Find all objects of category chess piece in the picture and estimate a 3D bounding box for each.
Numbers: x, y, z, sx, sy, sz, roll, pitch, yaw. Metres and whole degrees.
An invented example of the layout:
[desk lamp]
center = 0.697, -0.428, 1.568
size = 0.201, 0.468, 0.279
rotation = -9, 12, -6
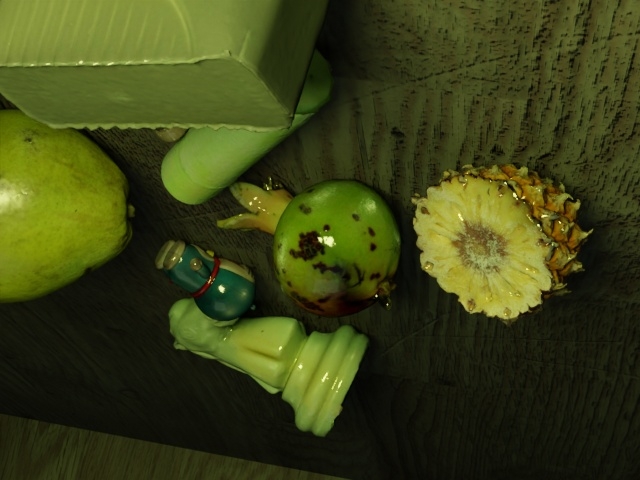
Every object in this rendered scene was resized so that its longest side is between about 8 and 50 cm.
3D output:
[chess piece]
center = -0.087, 0.157, 1.834
size = 0.298, 0.176, 0.176
rotation = 24, 160, 6

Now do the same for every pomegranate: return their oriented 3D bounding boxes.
[pomegranate]
center = -0.013, 0.004, 1.356
size = 0.220, 0.156, 0.156
rotation = 12, 160, 15

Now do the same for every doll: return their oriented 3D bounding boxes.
[doll]
center = -0.146, 0.054, 1.659
size = 0.152, 0.085, 0.114
rotation = 34, 167, -22

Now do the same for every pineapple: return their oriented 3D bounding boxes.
[pineapple]
center = 0.197, -0.016, 1.244
size = 0.176, 0.137, 0.161
rotation = 1, 114, 41

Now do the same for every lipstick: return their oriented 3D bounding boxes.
[lipstick]
center = -0.079, -0.107, 1.201
size = 0.076, 0.076, 0.304
rotation = 20, 158, -19

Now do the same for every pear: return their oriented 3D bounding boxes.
[pear]
center = -0.336, -0.037, 1.352
size = 0.269, 0.212, 0.212
rotation = 4, 159, -1

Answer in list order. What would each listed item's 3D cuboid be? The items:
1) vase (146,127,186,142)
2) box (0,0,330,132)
[vase]
center = -0.172, -0.135, 1.217
size = 0.053, 0.053, 0.100
rotation = -2, 159, 34
[box]
center = -0.123, -0.180, 0.891
size = 0.274, 0.178, 0.138
rotation = 1, 156, 26
